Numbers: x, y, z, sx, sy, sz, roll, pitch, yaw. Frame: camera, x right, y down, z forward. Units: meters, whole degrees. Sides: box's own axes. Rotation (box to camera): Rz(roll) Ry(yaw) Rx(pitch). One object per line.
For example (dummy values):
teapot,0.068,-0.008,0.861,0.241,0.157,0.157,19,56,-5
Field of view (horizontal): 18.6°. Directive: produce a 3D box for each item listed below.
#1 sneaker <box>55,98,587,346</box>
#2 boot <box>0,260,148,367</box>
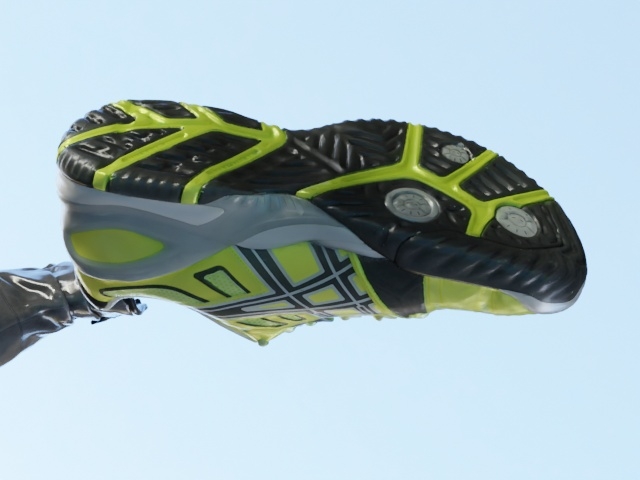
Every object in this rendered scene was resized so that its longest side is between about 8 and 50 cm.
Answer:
sneaker,0.000,0.000,1.416,0.385,0.145,0.147,11,-53,4
boot,-0.303,0.072,2.082,0.338,0.223,0.118,-104,-176,-77
